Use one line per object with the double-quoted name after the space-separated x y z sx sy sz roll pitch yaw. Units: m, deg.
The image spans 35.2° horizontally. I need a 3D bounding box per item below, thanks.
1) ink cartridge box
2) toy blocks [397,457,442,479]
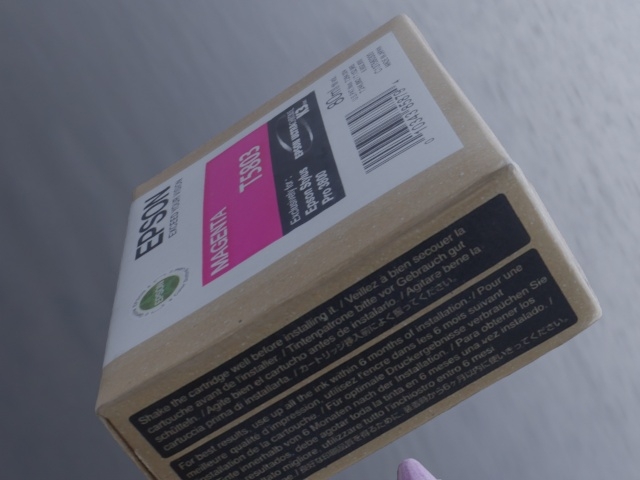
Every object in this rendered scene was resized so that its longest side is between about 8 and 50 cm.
0.000 0.000 0.491 0.088 0.193 0.235 55 9 -25 "ink cartridge box"
0.124 0.256 0.690 0.309 0.288 0.260 88 -17 -63 "toy blocks"
